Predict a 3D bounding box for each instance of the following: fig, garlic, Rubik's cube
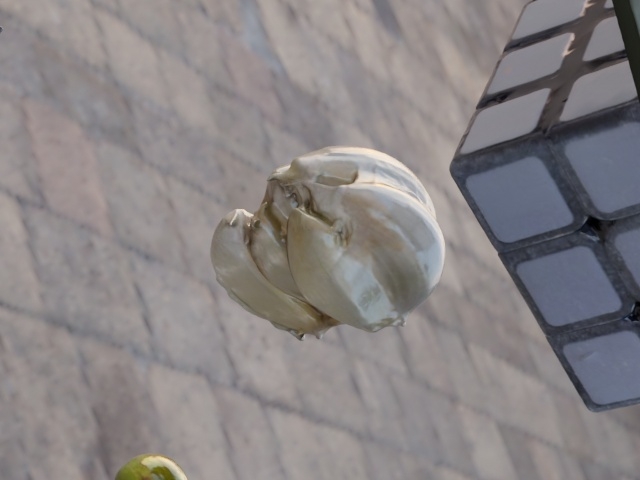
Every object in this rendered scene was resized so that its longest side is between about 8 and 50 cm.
[{"bbox_3d":[-0.168,0.309,1.952,0.166,0.093,0.093,60,15,25],"label":"fig"},{"bbox_3d":[0.011,-0.012,1.888,0.203,0.281,0.184,44,68,-27],"label":"garlic"},{"bbox_3d":[0.338,-0.066,1.610,0.305,0.304,0.301,56,36,-23],"label":"Rubik's cube"}]

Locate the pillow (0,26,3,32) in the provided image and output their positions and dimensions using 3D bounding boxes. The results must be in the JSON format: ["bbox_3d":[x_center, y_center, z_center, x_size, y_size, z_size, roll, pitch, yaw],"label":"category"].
[{"bbox_3d":[-0.389,-0.105,1.407,0.308,0.108,0.305,22,51,-36],"label":"pillow"}]

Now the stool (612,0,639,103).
[{"bbox_3d":[0.311,-0.140,1.099,0.170,0.244,0.269,-69,144,-77],"label":"stool"}]
